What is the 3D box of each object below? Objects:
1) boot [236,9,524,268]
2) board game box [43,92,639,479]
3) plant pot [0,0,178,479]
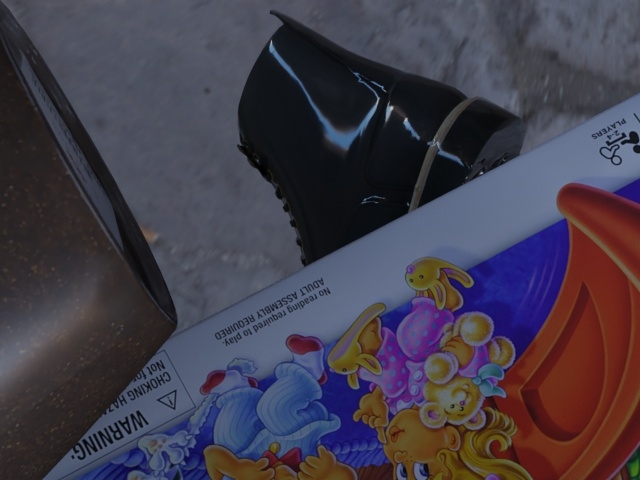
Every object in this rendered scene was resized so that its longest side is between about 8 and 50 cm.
[{"bbox_3d":[0.000,0.000,0.795,0.137,0.077,0.198,31,103,24],"label":"boot"},{"bbox_3d":[0.073,0.104,0.592,0.347,0.078,0.233,-28,68,-10],"label":"board game box"},{"bbox_3d":[-0.165,0.032,0.455,0.230,0.215,0.215,-29,101,-1],"label":"plant pot"}]
